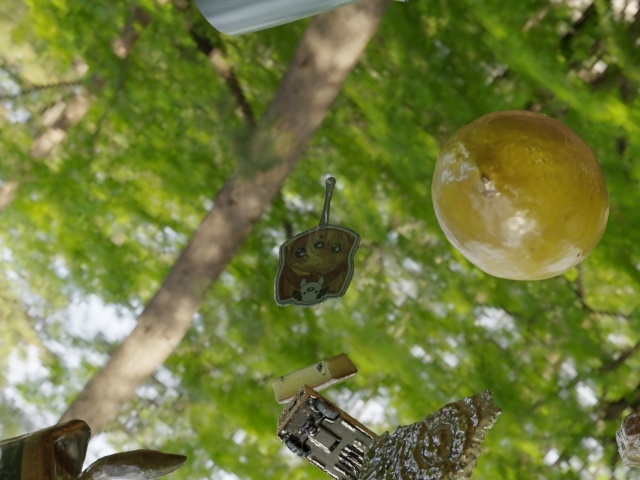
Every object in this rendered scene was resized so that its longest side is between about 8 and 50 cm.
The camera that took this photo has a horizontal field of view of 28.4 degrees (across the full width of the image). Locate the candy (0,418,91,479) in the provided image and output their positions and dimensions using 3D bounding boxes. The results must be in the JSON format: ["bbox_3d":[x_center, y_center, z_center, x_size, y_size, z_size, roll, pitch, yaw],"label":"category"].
[{"bbox_3d":[-0.347,0.346,1.509,0.101,0.143,0.271,63,-164,-48],"label":"candy"}]

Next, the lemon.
[{"bbox_3d":[0.271,-0.060,1.712,0.236,0.236,0.263,49,166,41],"label":"lemon"}]

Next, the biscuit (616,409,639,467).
[{"bbox_3d":[0.506,0.237,1.597,0.273,0.257,0.049,86,178,-63],"label":"biscuit"}]

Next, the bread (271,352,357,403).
[{"bbox_3d":[-0.001,0.231,2.155,0.088,0.226,0.049,-15,-99,-31],"label":"bread"}]

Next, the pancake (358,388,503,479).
[{"bbox_3d":[0.110,0.263,1.283,0.057,0.244,0.266,38,-169,-24],"label":"pancake"}]

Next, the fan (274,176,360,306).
[{"bbox_3d":[0.000,0.000,1.793,0.009,0.132,0.220,50,-140,-46],"label":"fan"}]

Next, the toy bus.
[{"bbox_3d":[0.036,0.284,1.739,0.194,0.083,0.088,37,-173,-11],"label":"toy bus"}]

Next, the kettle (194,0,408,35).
[{"bbox_3d":[-0.009,-0.340,1.331,0.243,0.210,0.160,-5,-172,32],"label":"kettle"}]

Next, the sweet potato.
[{"bbox_3d":[-0.229,0.263,1.451,0.041,0.153,0.038,-110,6,-58],"label":"sweet potato"}]
